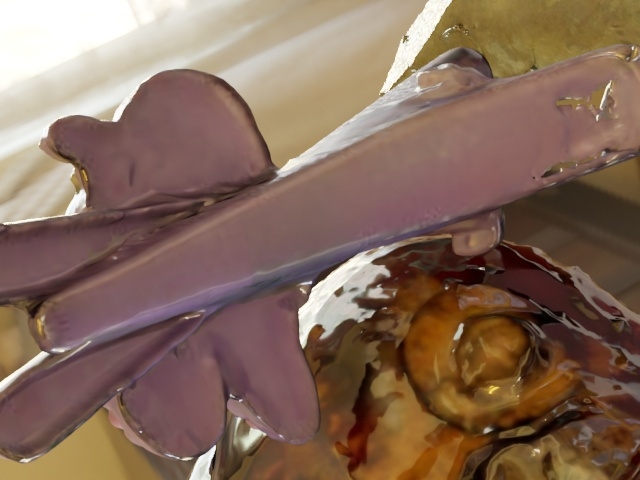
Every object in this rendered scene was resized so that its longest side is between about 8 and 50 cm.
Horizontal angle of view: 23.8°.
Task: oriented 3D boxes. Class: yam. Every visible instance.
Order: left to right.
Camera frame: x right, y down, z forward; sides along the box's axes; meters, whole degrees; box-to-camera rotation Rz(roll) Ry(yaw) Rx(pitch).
[{"bbox_3d":[0.118,-0.125,0.809,0.259,0.106,0.106,1,119,57],"label":"yam"}]

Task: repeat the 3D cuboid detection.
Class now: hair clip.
[{"bbox_3d":[-0.005,-0.001,0.528,0.090,0.278,0.137,3,111,59],"label":"hair clip"}]

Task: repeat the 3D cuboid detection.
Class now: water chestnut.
[{"bbox_3d":[0.071,0.140,0.659,0.244,0.289,0.289,2,-130,-58],"label":"water chestnut"}]
